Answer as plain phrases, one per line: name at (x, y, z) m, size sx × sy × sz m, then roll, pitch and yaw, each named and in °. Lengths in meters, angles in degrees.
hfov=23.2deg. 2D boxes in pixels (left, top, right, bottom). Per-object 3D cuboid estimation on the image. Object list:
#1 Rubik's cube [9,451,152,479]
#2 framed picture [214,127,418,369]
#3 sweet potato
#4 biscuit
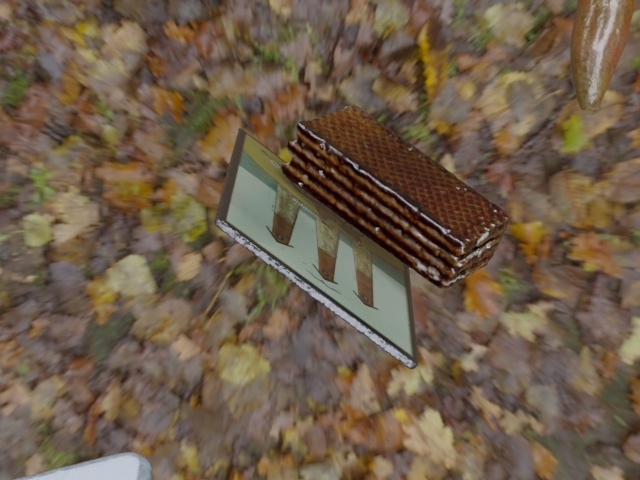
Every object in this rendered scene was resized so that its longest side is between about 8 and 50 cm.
Rubik's cube at (-0.178, 0.228, 0.649) m, size 0.229 × 0.228 × 0.233 m, roll -26°, pitch 70°, yaw 13°
framed picture at (0.000, 0.000, 1.624) m, size 0.244 × 0.324 × 0.013 m, roll 36°, pitch 106°, yaw -11°
sweet potato at (0.304, -0.256, 1.607) m, size 0.078 × 0.058 × 0.255 m, roll 28°, pitch 73°, yaw -10°
biscuit at (0.076, -0.052, 1.675) m, size 0.252 × 0.106 × 0.070 m, roll 37°, pitch 125°, yaw 22°
